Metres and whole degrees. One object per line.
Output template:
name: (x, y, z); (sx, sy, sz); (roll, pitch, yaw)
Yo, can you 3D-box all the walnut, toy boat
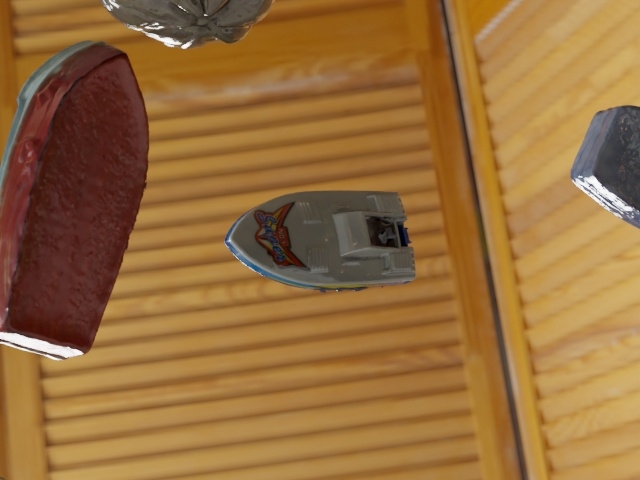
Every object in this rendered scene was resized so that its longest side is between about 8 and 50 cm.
walnut: (-0.135, -0.305, 1.342); (0.224, 0.224, 0.224); (-8, 165, -2)
toy boat: (-0.267, -0.051, 1.358); (0.145, 0.332, 0.133); (22, 168, -39)
toy boat: (0.412, -0.052, 1.417); (0.283, 0.127, 0.078); (23, 170, 3)
toy boat: (0.000, 0.000, 1.693); (0.295, 0.129, 0.088); (-1, 165, -40)

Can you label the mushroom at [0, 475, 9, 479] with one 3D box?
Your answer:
mushroom: (-0.389, 0.329, 1.470); (0.154, 0.154, 0.122); (2, -166, -33)
